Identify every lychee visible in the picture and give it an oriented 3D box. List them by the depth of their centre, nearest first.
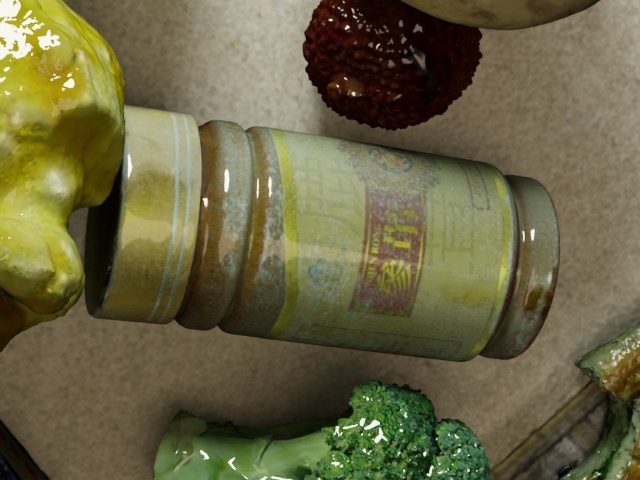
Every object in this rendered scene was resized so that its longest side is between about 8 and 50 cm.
[{"bbox_3d":[0.055,-0.137,1.118,0.129,0.123,0.123,-17,115,-38],"label":"lychee"}]

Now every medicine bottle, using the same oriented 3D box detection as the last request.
[{"bbox_3d":[0.000,0.000,1.130,0.322,0.151,0.151,8,107,-17],"label":"medicine bottle"}]

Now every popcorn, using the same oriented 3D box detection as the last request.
[{"bbox_3d":[-0.239,-0.049,0.986,0.225,0.276,0.276,18,104,-35],"label":"popcorn"}]

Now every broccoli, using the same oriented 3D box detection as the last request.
[{"bbox_3d":[-0.001,0.212,1.172,0.270,0.270,0.270,24,103,11],"label":"broccoli"}]

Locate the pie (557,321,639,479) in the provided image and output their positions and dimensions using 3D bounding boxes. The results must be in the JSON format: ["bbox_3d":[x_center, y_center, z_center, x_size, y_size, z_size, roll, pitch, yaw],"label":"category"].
[{"bbox_3d":[0.329,0.185,1.324,0.302,0.067,0.303,-4,108,-12],"label":"pie"}]

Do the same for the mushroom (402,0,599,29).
[{"bbox_3d":[0.117,-0.260,1.004,0.254,0.184,0.255,6,121,11],"label":"mushroom"}]

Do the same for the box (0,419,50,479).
[{"bbox_3d":[-0.320,0.194,1.154,0.198,0.084,0.310,-33,113,-2],"label":"box"}]
